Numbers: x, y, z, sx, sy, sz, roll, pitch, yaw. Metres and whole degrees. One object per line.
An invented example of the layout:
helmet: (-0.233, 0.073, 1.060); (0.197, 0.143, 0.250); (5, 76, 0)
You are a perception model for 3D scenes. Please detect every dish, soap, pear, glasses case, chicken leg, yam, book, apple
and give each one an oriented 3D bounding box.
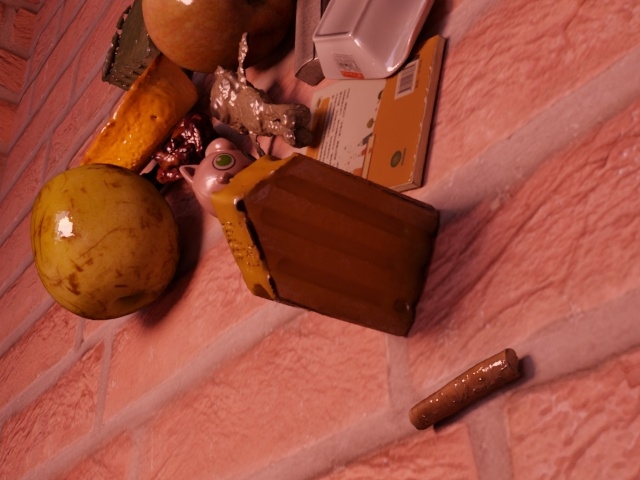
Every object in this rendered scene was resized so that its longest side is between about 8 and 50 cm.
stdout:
dish: (0.068, -0.305, 1.264); (0.234, 0.064, 0.154); (18, 81, 61)
soap: (0.000, 0.000, 1.020); (0.080, 0.257, 0.160); (3, 75, 59)
pear: (-0.385, 0.000, 1.633); (0.283, 0.283, 0.283); (-36, 45, 45)
glasses case: (-0.007, -0.348, 1.449); (0.071, 0.047, 0.205); (-33, 46, 45)
chicken leg: (-0.258, -0.150, 1.682); (0.158, 0.096, 0.407); (-51, 13, -19)
yam: (0.145, 0.152, 0.923); (0.145, 0.032, 0.032); (-42, 40, 38)
book: (0.055, -0.147, 1.255); (0.295, 0.020, 0.208); (-12, 63, 56)
apple: (-0.165, -0.403, 1.537); (0.234, 0.257, 0.257); (22, 92, 53)

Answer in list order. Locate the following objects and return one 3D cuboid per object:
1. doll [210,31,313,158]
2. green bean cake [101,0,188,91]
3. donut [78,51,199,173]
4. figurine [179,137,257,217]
doll: (-0.096, -0.194, 1.441); (0.286, 0.091, 0.202); (49, 160, 34)
green bean cake: (-0.359, -0.454, 2.003); (0.241, 0.132, 0.255); (-14, 59, 55)
donut: (-0.346, -0.224, 1.783); (0.303, 0.110, 0.303); (-51, 9, 12)
figurine: (-0.141, -0.093, 1.439); (0.138, 0.125, 0.125); (43, 111, 38)
